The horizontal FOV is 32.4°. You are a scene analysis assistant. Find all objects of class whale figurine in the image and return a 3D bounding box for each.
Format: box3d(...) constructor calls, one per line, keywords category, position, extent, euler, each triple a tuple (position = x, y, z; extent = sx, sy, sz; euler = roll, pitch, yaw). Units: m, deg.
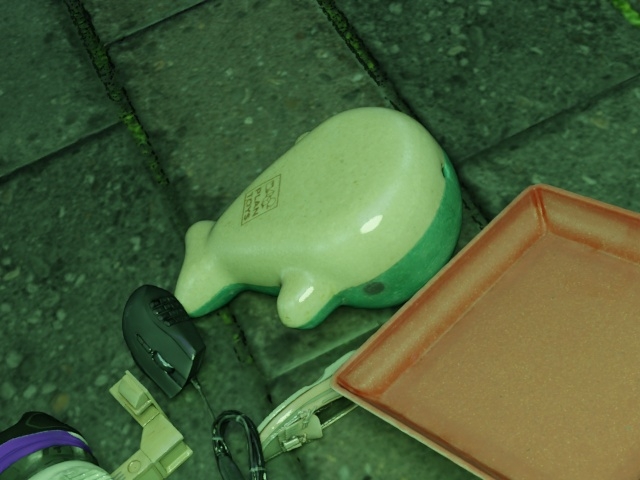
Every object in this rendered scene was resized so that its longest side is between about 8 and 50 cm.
box3d(category="whale figurine", position=(0.000, 0.000, 0.960), extent=(0.272, 0.141, 0.216), euler=(-24, 42, 27))

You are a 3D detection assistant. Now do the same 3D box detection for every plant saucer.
box3d(category="plant saucer", position=(0.179, 0.081, 0.807), extent=(0.259, 0.047, 0.258), euler=(-41, 39, -21))

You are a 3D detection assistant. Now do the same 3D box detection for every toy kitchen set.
box3d(category="toy kitchen set", position=(-0.164, 0.158, 0.902), extent=(0.075, 0.068, 0.083), euler=(-41, 55, -16))

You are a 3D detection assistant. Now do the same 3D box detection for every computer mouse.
box3d(category="computer mouse", position=(-0.111, 0.126, 0.907), extent=(0.071, 0.041, 0.242), euler=(-57, 49, 23))

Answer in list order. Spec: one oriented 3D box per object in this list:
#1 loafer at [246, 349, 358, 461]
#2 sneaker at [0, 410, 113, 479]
box3d(category="loafer", position=(-0.002, 0.139, 0.893), extent=(0.125, 0.045, 0.039), euler=(-38, 61, -18))
box3d(category="sneaker", position=(-0.304, 0.242, 0.865), extent=(0.293, 0.102, 0.146), euler=(-35, 42, -11))
